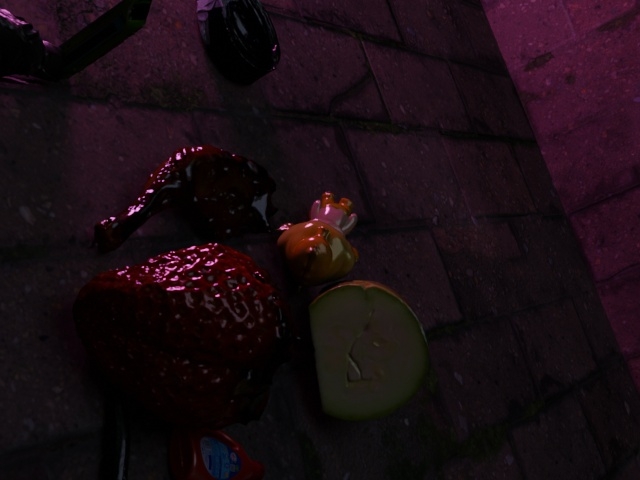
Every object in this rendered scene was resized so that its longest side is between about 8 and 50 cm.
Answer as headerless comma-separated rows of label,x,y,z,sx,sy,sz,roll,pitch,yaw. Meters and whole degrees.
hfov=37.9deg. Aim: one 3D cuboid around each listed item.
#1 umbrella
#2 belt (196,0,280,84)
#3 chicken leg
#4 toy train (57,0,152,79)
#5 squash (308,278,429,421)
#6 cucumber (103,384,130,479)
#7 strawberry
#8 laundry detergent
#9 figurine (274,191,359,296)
umbrella,-0.463,-0.280,1.198,0.336,0.128,0.155,-20,108,-66
belt,-0.159,-0.397,1.762,0.151,0.078,0.199,-10,78,-53
chicken leg,-0.206,-0.068,1.459,0.407,0.095,0.158,-14,99,-56
toy train,-0.311,-0.292,1.336,0.044,0.209,0.042,-29,94,-58
squash,0.086,0.181,1.689,0.309,0.210,0.234,-173,-107,-88
cucumber,-0.259,0.270,1.189,0.033,0.036,0.184,21,50,-36
strawberry,-0.182,0.115,1.237,0.288,0.250,0.238,12,20,-11
laundry detergent,-0.142,0.312,1.324,0.165,0.049,0.097,28,43,-48
figurine,0.000,0.000,1.679,0.156,0.131,0.246,21,37,7
